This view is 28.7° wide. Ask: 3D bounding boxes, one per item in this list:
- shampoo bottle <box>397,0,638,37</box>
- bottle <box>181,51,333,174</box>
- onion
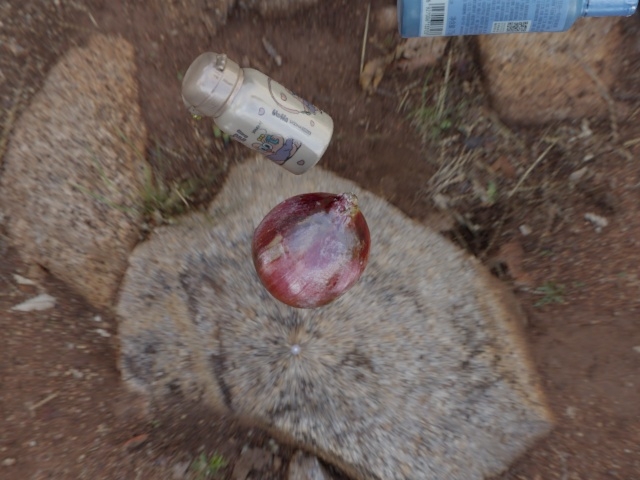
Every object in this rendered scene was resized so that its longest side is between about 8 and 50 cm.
[{"bbox_3d":[0.214,-0.266,1.363,0.258,0.104,0.061,-2,62,0],"label":"shampoo bottle"},{"bbox_3d":[-0.094,-0.176,1.712,0.209,0.110,0.097,30,45,-24],"label":"bottle"},{"bbox_3d":[0.000,0.000,1.649,0.159,0.195,0.159,21,46,-23],"label":"onion"}]
